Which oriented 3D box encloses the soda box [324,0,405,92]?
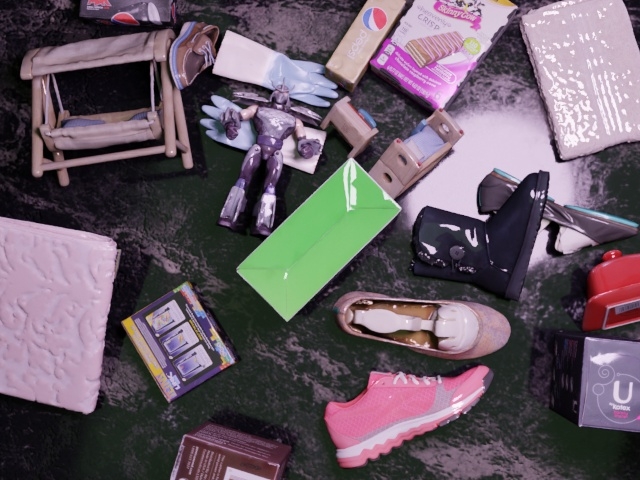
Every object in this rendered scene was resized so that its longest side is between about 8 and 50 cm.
[{"bbox_3d":[0.079,-0.360,1.809,0.061,0.058,0.181,32,81,3],"label":"soda box"}]

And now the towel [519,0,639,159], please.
[{"bbox_3d":[0.476,-0.296,1.800,0.187,0.049,0.282,-15,87,4],"label":"towel"}]

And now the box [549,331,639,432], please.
[{"bbox_3d":[0.480,0.229,1.655,0.165,0.270,0.143,5,87,4],"label":"box"}]

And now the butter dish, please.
[{"bbox_3d":[0.517,0.072,1.741,0.160,0.160,0.118,-14,63,3],"label":"butter dish"}]

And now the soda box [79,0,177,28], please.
[{"bbox_3d":[-0.350,-0.424,1.851,0.168,0.053,0.060,4,87,4],"label":"soda box"}]

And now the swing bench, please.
[{"bbox_3d":[-0.376,-0.244,1.787,0.253,0.165,0.255,-8,86,3],"label":"swing bench"}]

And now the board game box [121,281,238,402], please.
[{"bbox_3d":[-0.251,0.181,1.813,0.141,0.048,0.170,-31,86,3],"label":"board game box"}]

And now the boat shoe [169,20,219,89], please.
[{"bbox_3d":[-0.219,-0.333,1.785,0.066,0.066,0.183,-5,44,11],"label":"boat shoe"}]

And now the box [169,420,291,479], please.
[{"bbox_3d":[-0.158,0.418,1.715,0.167,0.203,0.168,16,87,4],"label":"box"}]

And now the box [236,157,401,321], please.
[{"bbox_3d":[0.000,0.000,1.717,0.262,0.231,0.127,-44,86,0],"label":"box"}]

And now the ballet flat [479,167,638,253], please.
[{"bbox_3d":[0.407,-0.036,1.772,0.280,0.095,0.096,23,98,15],"label":"ballet flat"}]

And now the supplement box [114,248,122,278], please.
[{"bbox_3d":[-0.410,0.034,1.812,0.083,0.083,0.056,11,89,3],"label":"supplement box"}]

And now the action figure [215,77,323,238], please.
[{"bbox_3d":[-0.094,-0.149,1.769,0.185,0.099,0.285,14,84,1],"label":"action figure"}]

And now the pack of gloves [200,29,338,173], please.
[{"bbox_3d":[-0.093,-0.248,1.840,0.232,0.046,0.195,19,86,-5],"label":"pack of gloves"}]

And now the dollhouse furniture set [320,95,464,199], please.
[{"bbox_3d":[0.123,-0.192,1.748,0.184,0.129,0.129,48,57,5],"label":"dollhouse furniture set"}]

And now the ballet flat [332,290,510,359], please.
[{"bbox_3d":[0.176,0.150,1.760,0.316,0.106,0.108,4,87,3],"label":"ballet flat"}]

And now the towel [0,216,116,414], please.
[{"bbox_3d":[-0.526,0.122,1.780,0.317,0.053,0.332,13,110,4],"label":"towel"}]

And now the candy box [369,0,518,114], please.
[{"bbox_3d":[0.218,-0.358,1.805,0.159,0.071,0.233,36,89,5],"label":"candy box"}]

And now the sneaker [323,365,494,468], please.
[{"bbox_3d":[0.147,0.274,1.751,0.313,0.116,0.136,-28,84,2],"label":"sneaker"}]

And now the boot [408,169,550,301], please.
[{"bbox_3d":[0.266,-0.026,1.728,0.207,0.094,0.247,16,118,11],"label":"boot"}]
